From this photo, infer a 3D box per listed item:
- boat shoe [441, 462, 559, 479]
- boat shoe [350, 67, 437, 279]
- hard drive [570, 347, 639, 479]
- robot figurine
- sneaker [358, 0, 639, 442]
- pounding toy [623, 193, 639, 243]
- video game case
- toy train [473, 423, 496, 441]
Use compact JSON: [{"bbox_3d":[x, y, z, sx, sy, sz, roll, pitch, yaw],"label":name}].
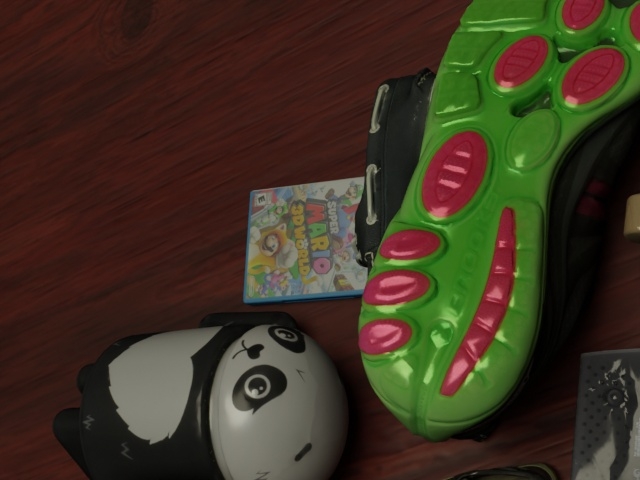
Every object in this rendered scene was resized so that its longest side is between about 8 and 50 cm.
[{"bbox_3d":[0.129,0.222,1.183,0.152,0.049,0.056,-24,65,23],"label":"boat shoe"},{"bbox_3d":[0.078,-0.015,1.257,0.091,0.114,0.303,-1,63,30],"label":"boat shoe"},{"bbox_3d":[0.326,0.172,1.078,0.254,0.054,0.172,-1,75,31],"label":"hard drive"},{"bbox_3d":[-0.110,0.164,1.269,0.278,0.173,0.209,-7,80,30],"label":"robot figurine"},{"bbox_3d":[0.169,-0.048,1.165,0.185,0.202,0.483,23,70,20],"label":"sneaker"},{"bbox_3d":[0.329,0.018,1.047,0.206,0.181,0.094,5,78,32],"label":"pounding toy"},{"bbox_3d":[0.000,0.000,1.349,0.166,0.015,0.119,-6,72,29],"label":"video game case"},{"bbox_3d":[0.096,0.129,1.247,0.158,0.027,0.036,41,109,33],"label":"toy train"}]
